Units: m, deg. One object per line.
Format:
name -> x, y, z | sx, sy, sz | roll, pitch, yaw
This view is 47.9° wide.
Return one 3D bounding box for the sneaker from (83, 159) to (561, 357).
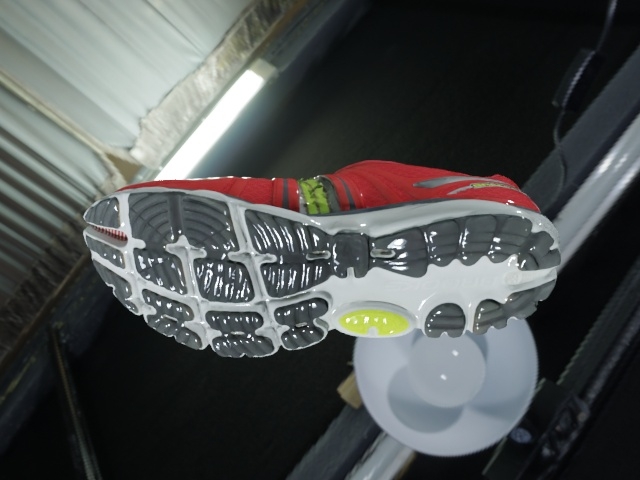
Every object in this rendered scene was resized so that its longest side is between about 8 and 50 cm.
sneaker -> 0.000, 0.000, 0.448 | 0.279, 0.107, 0.118 | 3, -151, 2
